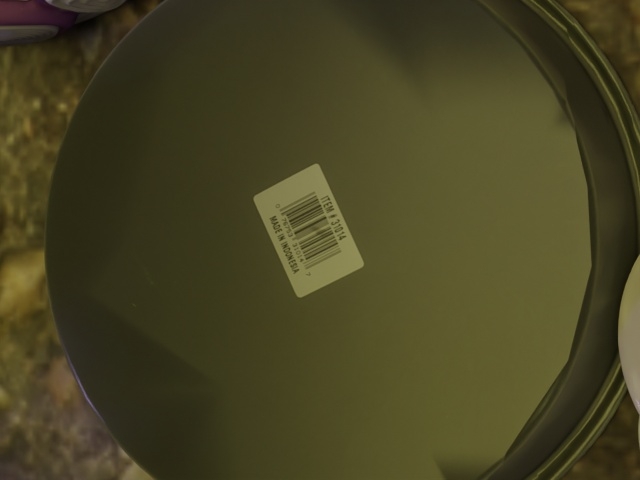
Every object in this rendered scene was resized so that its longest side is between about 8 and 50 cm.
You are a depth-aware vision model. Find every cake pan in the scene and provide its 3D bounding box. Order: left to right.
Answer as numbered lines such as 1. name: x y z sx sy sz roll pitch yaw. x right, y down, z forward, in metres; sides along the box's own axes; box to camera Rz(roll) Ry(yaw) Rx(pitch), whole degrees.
1. cake pan: 0.000 0.000 0.566 0.293 0.054 0.293 0 89 19

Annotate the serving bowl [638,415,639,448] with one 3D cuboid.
1. serving bowl: 0.173 0.078 0.518 0.083 0.027 0.083 0 89 19

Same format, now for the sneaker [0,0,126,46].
1. sneaker: -0.218 -0.171 0.611 0.305 0.114 0.152 6 93 19

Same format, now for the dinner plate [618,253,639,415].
1. dinner plate: 0.188 0.037 0.492 0.141 0.017 0.141 -3 67 6
